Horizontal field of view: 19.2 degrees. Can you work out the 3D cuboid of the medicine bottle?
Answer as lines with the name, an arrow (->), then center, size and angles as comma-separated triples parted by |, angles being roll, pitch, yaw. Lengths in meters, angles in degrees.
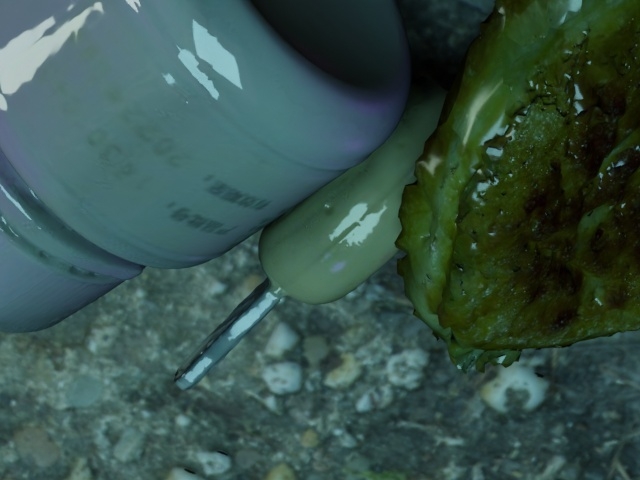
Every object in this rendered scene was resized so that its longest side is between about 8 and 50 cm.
medicine bottle -> -0.122, -0.095, 1.189 | 0.302, 0.241, 0.241 | -33, 113, 28

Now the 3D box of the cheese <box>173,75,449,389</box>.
cheese -> 0.000, 0.004, 1.242 | 0.071, 0.249, 0.163 | 45, 165, -7

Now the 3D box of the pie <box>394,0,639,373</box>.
pie -> 0.185, -0.049, 1.173 | 0.288, 0.103, 0.355 | -13, 135, -23
